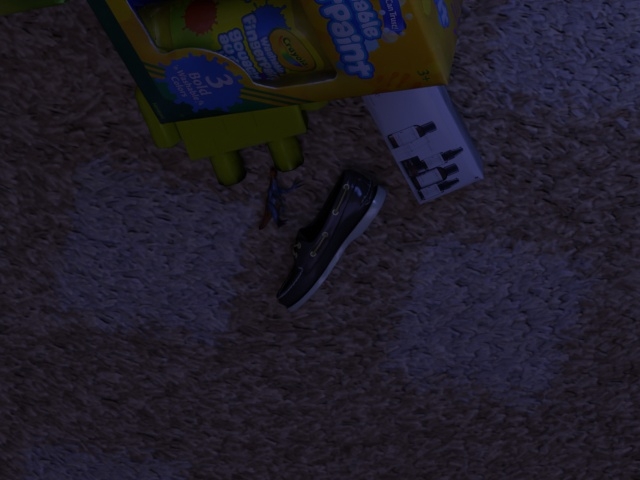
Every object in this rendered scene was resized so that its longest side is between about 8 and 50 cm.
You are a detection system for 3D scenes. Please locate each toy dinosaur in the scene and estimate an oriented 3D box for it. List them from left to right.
[{"bbox_3d":[-0.067,-0.058,1.959,0.090,0.047,0.082,-16,102,24],"label":"toy dinosaur"}]

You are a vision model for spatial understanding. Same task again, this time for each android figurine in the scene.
[{"bbox_3d":[-0.119,-0.202,1.864,0.248,0.056,0.273,-12,122,10],"label":"android figurine"}]

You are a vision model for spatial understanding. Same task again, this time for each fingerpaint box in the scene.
[{"bbox_3d":[-0.088,-0.349,1.538,0.371,0.163,0.445,-5,138,22],"label":"fingerpaint box"}]

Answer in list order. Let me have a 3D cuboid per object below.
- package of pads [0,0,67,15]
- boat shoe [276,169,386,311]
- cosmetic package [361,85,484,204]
[{"bbox_3d":[-0.413,-0.378,1.664,0.296,0.101,0.229,1,131,46],"label":"package of pads"},{"bbox_3d":[0.000,0.000,1.970,0.069,0.081,0.227,32,110,-13],"label":"boat shoe"},{"bbox_3d":[0.124,-0.169,1.869,0.099,0.060,0.239,-23,118,15],"label":"cosmetic package"}]
